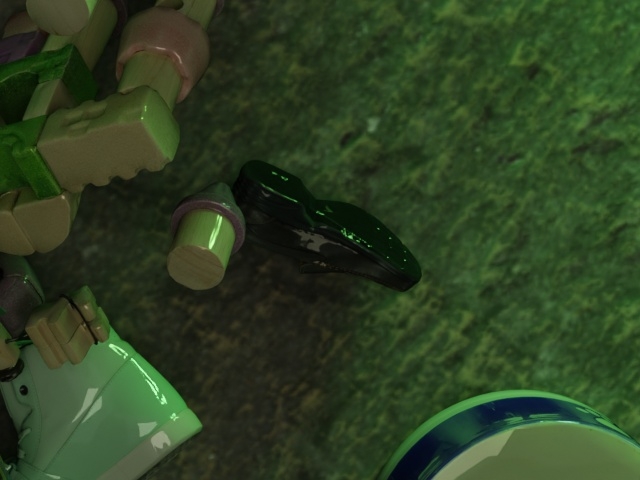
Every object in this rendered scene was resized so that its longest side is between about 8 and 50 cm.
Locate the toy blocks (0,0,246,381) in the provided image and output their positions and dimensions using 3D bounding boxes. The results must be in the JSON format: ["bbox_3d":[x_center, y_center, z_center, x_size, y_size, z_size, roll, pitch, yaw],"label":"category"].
[{"bbox_3d":[-0.194,-0.109,1.322,0.289,0.260,0.309,-14,125,21],"label":"toy blocks"}]

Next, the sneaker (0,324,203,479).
[{"bbox_3d":[-0.230,0.164,1.410,0.256,0.094,0.151,-39,83,9],"label":"sneaker"}]

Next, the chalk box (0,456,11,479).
[{"bbox_3d":[-0.269,0.233,1.288,0.132,0.132,0.213,-25,91,-7],"label":"chalk box"}]

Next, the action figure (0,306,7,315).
[{"bbox_3d":[-0.339,-0.003,1.231,0.137,0.063,0.232,-24,119,26],"label":"action figure"}]

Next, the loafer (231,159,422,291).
[{"bbox_3d":[0.000,0.000,1.440,0.170,0.062,0.061,29,114,-9],"label":"loafer"}]

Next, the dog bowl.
[{"bbox_3d":[0.169,0.261,1.476,0.265,0.104,0.264,-1,98,-10],"label":"dog bowl"}]
